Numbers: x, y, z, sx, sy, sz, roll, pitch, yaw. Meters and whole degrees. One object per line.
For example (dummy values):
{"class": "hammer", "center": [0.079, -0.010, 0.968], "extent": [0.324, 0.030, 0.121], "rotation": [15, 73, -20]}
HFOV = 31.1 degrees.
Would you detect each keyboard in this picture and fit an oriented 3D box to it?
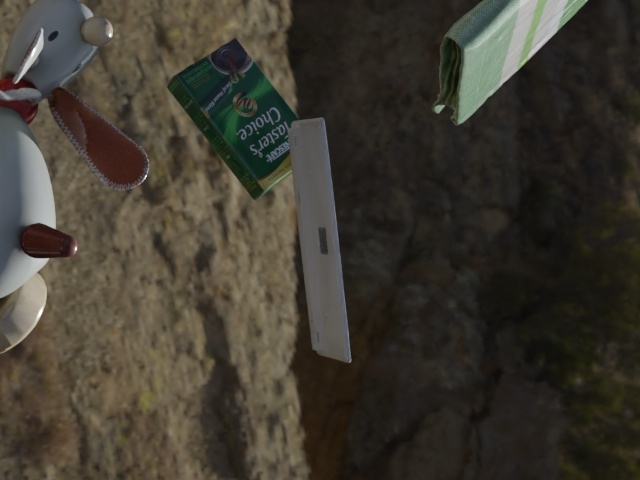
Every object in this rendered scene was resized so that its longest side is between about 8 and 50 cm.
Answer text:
{"class": "keyboard", "center": [0.000, 0.000, 1.211], "extent": [0.014, 0.072, 0.256], "rotation": [-10, 97, -32]}

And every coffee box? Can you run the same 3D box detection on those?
{"class": "coffee box", "center": [-0.095, -0.155, 1.457], "extent": [0.113, 0.040, 0.184], "rotation": [-38, 92, -32]}

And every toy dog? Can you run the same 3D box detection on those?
{"class": "toy dog", "center": [-0.230, -0.077, 0.924], "extent": [0.220, 0.161, 0.333], "rotation": [32, 57, -59]}

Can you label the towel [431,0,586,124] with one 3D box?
{"class": "towel", "center": [0.206, -0.229, 0.855], "extent": [0.038, 0.325, 0.248], "rotation": [45, -2, 8]}
